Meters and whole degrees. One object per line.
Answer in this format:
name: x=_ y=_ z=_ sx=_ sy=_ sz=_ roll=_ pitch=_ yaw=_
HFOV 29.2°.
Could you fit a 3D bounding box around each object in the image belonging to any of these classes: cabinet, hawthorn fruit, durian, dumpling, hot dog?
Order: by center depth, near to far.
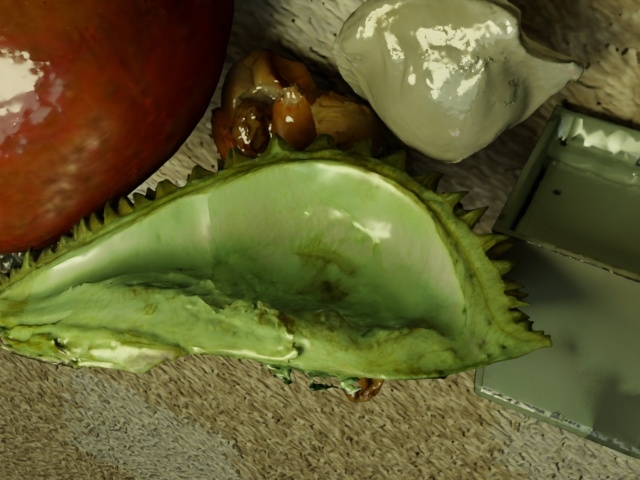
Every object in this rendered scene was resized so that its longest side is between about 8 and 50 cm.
dumpling: x=0.081 y=-0.124 z=0.843 sx=0.199 sy=0.118 sz=0.136 roll=-5 pitch=140 yaw=44
durian: x=-0.046 y=0.044 z=0.854 sx=0.394 sy=0.198 sz=0.163 roll=0 pitch=141 yaw=3
hawthorn fruit: x=-0.215 y=-0.142 z=0.905 sx=0.311 sy=0.295 sz=0.295 roll=-5 pitch=140 yaw=3
cabinet: x=0.214 y=0.029 z=0.929 sx=0.145 sy=0.150 sz=0.206 roll=21 pitch=145 yaw=18
hot dog: x=0.000 y=0.000 z=1.036 sx=0.158 sy=0.117 sz=0.349 roll=36 pitch=156 yaw=38

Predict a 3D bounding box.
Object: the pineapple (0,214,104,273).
pineapple: x=-0.319 y=-0.002 z=1.260 sx=0.278 sy=0.158 sz=0.158 roll=-15 pitch=129 yaw=29
